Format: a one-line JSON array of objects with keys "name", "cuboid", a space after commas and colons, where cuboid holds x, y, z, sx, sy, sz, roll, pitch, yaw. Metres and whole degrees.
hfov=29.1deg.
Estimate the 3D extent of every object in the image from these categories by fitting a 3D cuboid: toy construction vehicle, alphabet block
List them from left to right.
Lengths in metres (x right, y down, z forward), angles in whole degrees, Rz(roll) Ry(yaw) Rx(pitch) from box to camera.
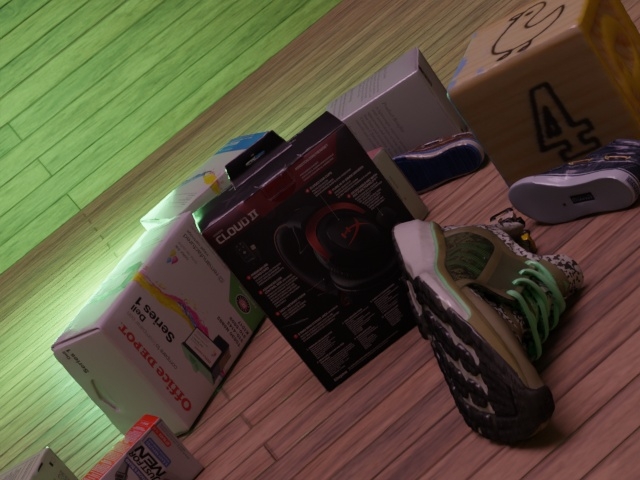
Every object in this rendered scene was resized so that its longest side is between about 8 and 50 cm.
[{"name": "toy construction vehicle", "cuboid": [0.222, 0.007, 1.517, 0.098, 0.035, 0.086, -31, 30, 26]}, {"name": "alphabet block", "cuboid": [0.309, -0.198, 1.591, 0.197, 0.193, 0.192, -25, 23, 33]}]

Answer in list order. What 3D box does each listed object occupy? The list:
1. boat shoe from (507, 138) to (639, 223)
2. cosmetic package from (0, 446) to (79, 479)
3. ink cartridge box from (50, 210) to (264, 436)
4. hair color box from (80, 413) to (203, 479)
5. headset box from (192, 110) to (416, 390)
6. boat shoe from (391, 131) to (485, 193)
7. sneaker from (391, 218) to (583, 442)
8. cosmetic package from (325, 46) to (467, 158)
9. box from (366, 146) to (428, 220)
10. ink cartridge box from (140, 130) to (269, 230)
[{"name": "boat shoe", "cuboid": [0.317, -0.072, 1.484, 0.183, 0.065, 0.083, -5, 35, 48]}, {"name": "cosmetic package", "cuboid": [-0.466, 0.420, 1.654, 0.309, 0.113, 0.160, -31, 19, 22]}, {"name": "ink cartridge box", "cuboid": [-0.223, 0.125, 1.774, 0.117, 0.201, 0.278, -23, 23, 39]}, {"name": "hair color box", "cuboid": [-0.237, 0.308, 1.531, 0.167, 0.093, 0.053, -46, 20, -23]}, {"name": "headset box", "cuboid": [0.000, 0.000, 1.518, 0.218, 0.293, 0.110, -38, 18, 0]}, {"name": "boat shoe", "cuboid": [0.174, -0.119, 1.870, 0.183, 0.066, 0.066, -11, 25, 35]}, {"name": "sneaker", "cuboid": [0.194, 0.058, 1.292, 0.182, 0.158, 0.410, -19, 24, -1]}, {"name": "cosmetic package", "cuboid": [0.120, -0.186, 1.977, 0.184, 0.151, 0.151, -31, 19, 15]}, {"name": "box", "cuboid": [0.016, -0.025, 1.817, 0.232, 0.127, 0.148, -16, 28, 48]}, {"name": "ink cartridge box", "cuboid": [-0.151, -0.044, 2.106, 0.233, 0.171, 0.168, -44, 19, -21]}]
